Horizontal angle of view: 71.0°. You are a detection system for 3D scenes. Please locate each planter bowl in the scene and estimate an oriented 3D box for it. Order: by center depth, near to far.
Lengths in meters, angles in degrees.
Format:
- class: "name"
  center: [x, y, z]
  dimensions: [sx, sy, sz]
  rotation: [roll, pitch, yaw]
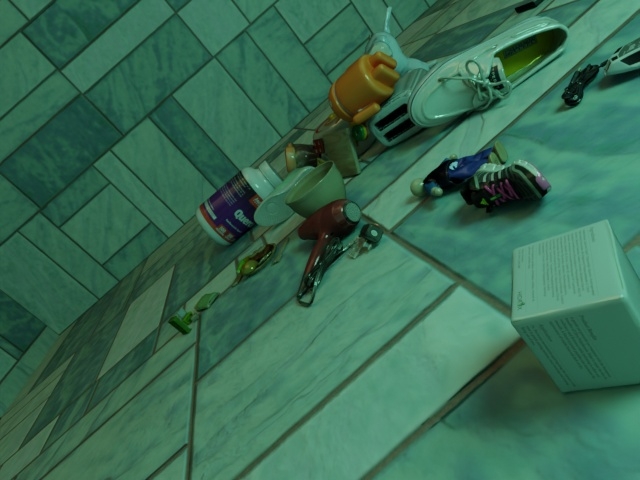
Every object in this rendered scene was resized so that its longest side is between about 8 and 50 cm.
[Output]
- class: "planter bowl"
  center: [0.002, -0.111, 1.157]
  dimensions: [0.162, 0.109, 0.162]
  rotation: [-35, 21, 16]

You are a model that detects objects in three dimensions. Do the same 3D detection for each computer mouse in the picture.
- class: "computer mouse"
  center: [0.496, -0.287, 0.720]
  dimensions: [0.106, 0.042, 0.193]
  rotation: [-48, 15, -31]

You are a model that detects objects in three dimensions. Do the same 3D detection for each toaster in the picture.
- class: "toaster"
  center: [0.222, -0.359, 1.244]
  dimensions: [0.227, 0.129, 0.146]
  rotation: [-26, 27, 39]

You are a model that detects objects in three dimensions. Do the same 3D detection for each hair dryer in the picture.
- class: "hair dryer"
  center: [0.000, 0.000, 0.973]
  dimensions: [0.223, 0.080, 0.293]
  rotation: [-41, 19, 2]

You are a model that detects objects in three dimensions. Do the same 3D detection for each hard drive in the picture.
- class: "hard drive"
  center: [0.685, -0.767, 1.393]
  dimensions: [0.135, 0.022, 0.094]
  rotation: [-42, 20, 0]

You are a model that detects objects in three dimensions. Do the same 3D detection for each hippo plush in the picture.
- class: "hippo plush"
  center: [0.224, -0.523, 1.436]
  dimensions: [0.234, 0.236, 0.294]
  rotation: [-43, 23, 47]

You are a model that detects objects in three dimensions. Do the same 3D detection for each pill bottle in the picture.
- class: "pill bottle"
  center: [-0.282, -0.139, 1.631]
  dimensions: [0.323, 0.181, 0.181]
  rotation: [-39, 20, 6]

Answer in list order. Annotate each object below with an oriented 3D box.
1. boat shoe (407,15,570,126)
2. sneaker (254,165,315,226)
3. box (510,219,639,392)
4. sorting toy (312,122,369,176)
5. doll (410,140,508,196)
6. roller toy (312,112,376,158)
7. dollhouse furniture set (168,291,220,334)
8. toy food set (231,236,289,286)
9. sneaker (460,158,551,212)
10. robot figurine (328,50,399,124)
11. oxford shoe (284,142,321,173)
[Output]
- class: "boat shoe"
  center: [0.371, -0.358, 0.991]
  dimensions: [0.367, 0.136, 0.156]
  rotation: [-27, 26, 11]
- class: "sneaker"
  center: [-0.117, -0.144, 1.475]
  dimensions: [0.256, 0.094, 0.151]
  rotation: [-42, 17, -5]
- class: "box"
  center: [0.231, 0.058, 0.393]
  dimensions: [0.087, 0.101, 0.102]
  rotation: [-24, 26, 38]
- class: "sorting toy"
  center: [0.069, -0.259, 1.331]
  dimensions: [0.046, 0.132, 0.274]
  rotation: [-21, 12, -29]
- class: "doll"
  center: [0.241, -0.121, 0.831]
  dimensions: [0.189, 0.046, 0.129]
  rotation: [-16, 31, 49]
- class: "roller toy"
  center: [0.077, -0.351, 1.461]
  dimensions: [0.191, 0.146, 0.209]
  rotation: [-37, 21, 13]
- class: "dollhouse furniture set"
  center: [-0.361, 0.189, 1.272]
  dimensions: [0.076, 0.058, 0.152]
  rotation: [-21, 28, 43]
- class: "toy food set"
  center: [-0.177, 0.048, 1.256]
  dimensions: [0.192, 0.038, 0.132]
  rotation: [-29, 23, 31]
- class: "sneaker"
  center: [0.266, -0.074, 0.667]
  dimensions: [0.075, 0.063, 0.170]
  rotation: [-42, 15, -2]
- class: "robot figurine"
  center: [0.108, -0.401, 1.196]
  dimensions: [0.219, 0.158, 0.128]
  rotation: [-29, 6, 46]
- class: "oxford shoe"
  center: [-0.060, -0.313, 1.736]
  dimensions: [0.132, 0.130, 0.364]
  rotation: [-6, 16, 0]
